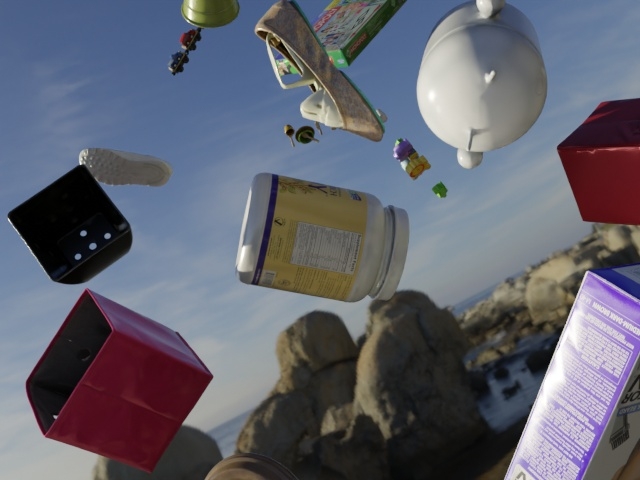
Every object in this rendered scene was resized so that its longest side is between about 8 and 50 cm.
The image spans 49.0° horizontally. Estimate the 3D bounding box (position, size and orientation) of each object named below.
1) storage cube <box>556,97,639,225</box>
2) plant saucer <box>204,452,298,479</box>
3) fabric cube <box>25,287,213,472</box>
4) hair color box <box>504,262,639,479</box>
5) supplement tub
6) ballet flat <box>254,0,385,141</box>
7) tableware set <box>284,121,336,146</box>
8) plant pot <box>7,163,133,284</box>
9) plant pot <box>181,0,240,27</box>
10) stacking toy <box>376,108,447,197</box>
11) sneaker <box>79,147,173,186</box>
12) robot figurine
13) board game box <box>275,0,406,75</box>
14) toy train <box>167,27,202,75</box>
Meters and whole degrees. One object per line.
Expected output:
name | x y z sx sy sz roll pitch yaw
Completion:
storage cube | 0.615 -0.158 1.374 0.183 0.215 0.193 -42 26 -25
plant saucer | -0.127 0.535 1.293 0.277 0.278 0.041 -32 -15 25
fabric cube | -0.440 0.300 1.522 0.259 0.258 0.254 -57 35 -3
hair color box | 0.376 0.200 0.899 0.185 0.110 0.339 -5 -60 -34
supplement tub | 0.000 0.000 1.492 0.331 0.241 0.241 11 -18 -9
ballet flat | -0.011 -0.287 1.277 0.106 0.316 0.107 -35 -6 -10
tableware set | -0.008 -0.271 1.598 0.154 0.024 0.104 -24 -42 -1
plant pot | -0.511 -0.012 1.498 0.188 0.187 0.167 -37 -15 -13
plant pot | -0.155 -0.352 0.968 0.083 0.083 0.079 -24 -30 -18
stacking toy | 0.187 -0.177 1.517 0.052 0.167 0.221 -41 -26 8
sneaker | -0.502 -0.192 1.821 0.234 0.090 0.095 12 21 -8
robot figurine | 0.265 -0.273 1.159 0.199 0.300 0.353 4 31 10
board game box | 0.054 -0.506 1.670 0.213 0.046 0.317 4 45 40
toy train | -0.274 -0.417 1.465 0.036 0.027 0.158 27 -84 -40
